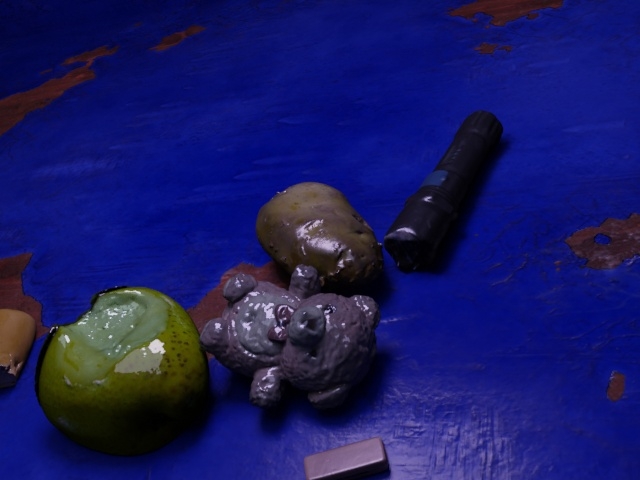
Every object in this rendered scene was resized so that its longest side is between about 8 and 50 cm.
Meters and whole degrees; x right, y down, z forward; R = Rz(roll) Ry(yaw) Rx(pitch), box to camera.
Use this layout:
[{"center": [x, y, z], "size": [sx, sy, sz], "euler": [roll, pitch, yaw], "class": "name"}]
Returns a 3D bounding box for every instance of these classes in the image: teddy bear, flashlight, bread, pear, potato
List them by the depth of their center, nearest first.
[{"center": [-0.047, 0.150, 1.138], "size": [0.267, 0.151, 0.236], "euler": [10, 66, 36], "class": "teddy bear"}, {"center": [-0.298, 0.208, 1.169], "size": [0.292, 0.159, 0.293], "euler": [-10, 40, 8], "class": "pear"}, {"center": [0.000, 0.000, 1.312], "size": [0.191, 0.141, 0.296], "euler": [-17, 33, -25], "class": "potato"}, {"center": [-0.612, 0.200, 1.365], "size": [0.134, 0.085, 0.173], "euler": [-15, 38, 5], "class": "bread"}, {"center": [0.243, -0.109, 1.388], "size": [0.103, 0.103, 0.424], "euler": [8, 43, 30], "class": "flashlight"}]

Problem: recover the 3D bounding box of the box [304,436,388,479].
[{"center": [0.035, 0.307, 1.009], "size": [0.115, 0.025, 0.048], "euler": [-17, 32, 3], "class": "box"}]
